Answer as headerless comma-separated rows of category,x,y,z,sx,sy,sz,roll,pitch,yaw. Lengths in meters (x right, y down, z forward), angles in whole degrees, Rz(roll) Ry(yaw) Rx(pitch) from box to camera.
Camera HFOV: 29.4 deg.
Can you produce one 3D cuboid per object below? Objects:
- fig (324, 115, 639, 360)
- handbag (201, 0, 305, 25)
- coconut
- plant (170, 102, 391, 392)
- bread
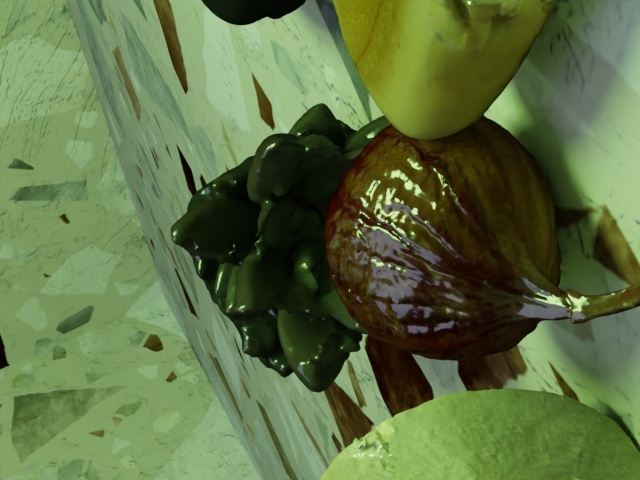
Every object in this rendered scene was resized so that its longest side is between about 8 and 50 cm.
fig,0.096,0.020,0.666,0.201,0.134,0.146,39,161,47
handbag,-0.093,-0.294,0.871,0.253,0.093,0.308,55,170,33
coconut,0.097,0.215,0.742,0.244,0.239,0.239,95,150,-67
plant,0.000,0.000,0.934,0.181,0.194,0.321,56,173,-7
bread,0.063,-0.135,0.598,0.173,0.085,0.134,115,134,-72
